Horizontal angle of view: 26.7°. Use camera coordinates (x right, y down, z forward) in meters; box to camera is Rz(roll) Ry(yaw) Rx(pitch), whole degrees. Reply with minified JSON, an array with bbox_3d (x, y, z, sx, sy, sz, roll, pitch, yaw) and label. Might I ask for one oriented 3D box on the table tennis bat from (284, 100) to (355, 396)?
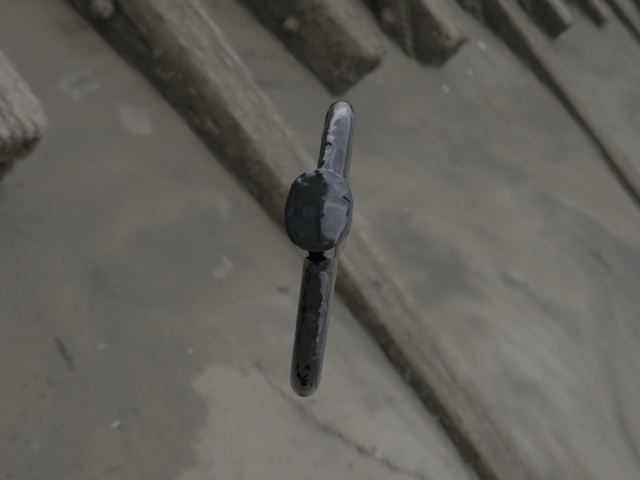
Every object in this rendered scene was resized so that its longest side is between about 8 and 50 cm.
[{"bbox_3d":[0.000,0.000,0.641,0.236,0.027,0.150,87,11,-84],"label":"table tennis bat"}]
